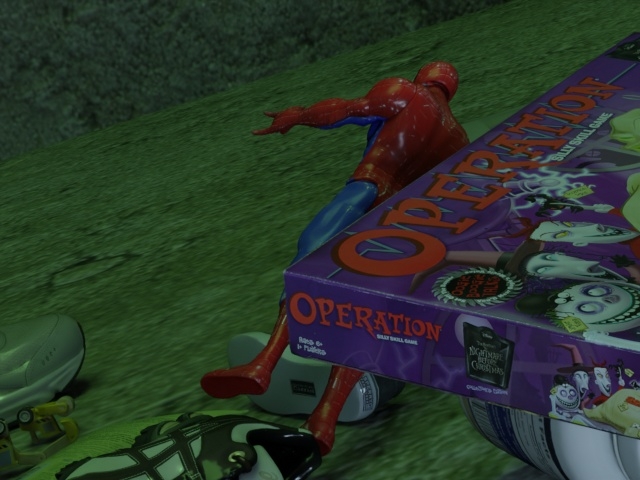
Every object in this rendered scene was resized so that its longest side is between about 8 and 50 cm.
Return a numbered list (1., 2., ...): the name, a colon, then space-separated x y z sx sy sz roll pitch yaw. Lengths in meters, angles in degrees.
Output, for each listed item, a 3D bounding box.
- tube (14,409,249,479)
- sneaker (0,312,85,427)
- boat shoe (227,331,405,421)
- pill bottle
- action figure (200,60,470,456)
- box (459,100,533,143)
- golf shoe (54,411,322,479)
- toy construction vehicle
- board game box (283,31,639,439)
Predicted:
1. tube: -0.116 0.133 0.988 0.070 0.062 0.240 32 17 7
2. sneaker: -0.290 0.086 1.245 0.262 0.121 0.099 -21 14 -26
3. boat shoe: -0.004 0.082 1.095 0.040 0.049 0.142 -17 17 -35
4. pill bottle: 0.137 0.073 0.830 0.094 0.094 0.169 -19 13 -17
5. action figure: 0.000 0.000 1.060 0.139 0.091 0.280 -14 37 48
6. box: 0.217 -0.029 1.130 0.231 0.127 0.262 -17 11 1
7. golf shoe: -0.067 0.130 0.875 0.094 0.077 0.198 -9 15 26
8. toy construction vehicle: -0.205 0.131 1.164 0.098 0.035 0.086 -14 1 -8
9. board game box: 0.165 -0.017 0.838 0.208 0.056 0.347 7 27 34
